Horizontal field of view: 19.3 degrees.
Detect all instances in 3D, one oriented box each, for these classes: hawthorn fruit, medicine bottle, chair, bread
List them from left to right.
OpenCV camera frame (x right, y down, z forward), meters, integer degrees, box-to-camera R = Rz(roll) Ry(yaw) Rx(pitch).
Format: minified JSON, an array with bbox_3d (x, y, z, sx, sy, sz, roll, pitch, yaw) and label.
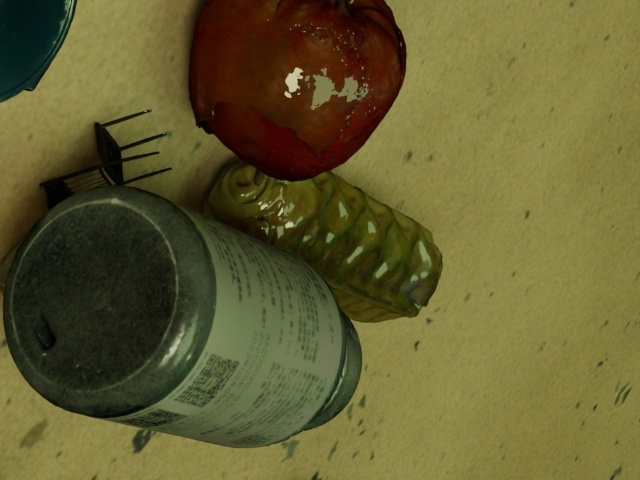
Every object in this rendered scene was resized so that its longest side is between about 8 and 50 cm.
[{"bbox_3d":[-0.142,-0.052,1.228,0.086,0.042,0.037,-21,145,6],"label":"chair"},{"bbox_3d":[-0.073,0.061,1.231,0.141,0.141,0.293,-61,152,2],"label":"medicine bottle"},{"bbox_3d":[-0.023,-0.105,1.255,0.148,0.148,0.172,-23,150,-45],"label":"hawthorn fruit"},{"bbox_3d":[0.001,0.000,1.424,0.269,0.098,0.087,27,57,-59],"label":"bread"}]

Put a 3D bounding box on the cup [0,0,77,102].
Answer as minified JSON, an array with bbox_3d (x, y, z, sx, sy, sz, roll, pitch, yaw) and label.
[{"bbox_3d":[-0.198,-0.127,0.934,0.176,0.155,0.131,39,77,-50],"label":"cup"}]

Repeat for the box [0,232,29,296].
[{"bbox_3d":[-0.172,0.036,1.244,0.062,0.045,0.098,-50,147,-19],"label":"box"}]
